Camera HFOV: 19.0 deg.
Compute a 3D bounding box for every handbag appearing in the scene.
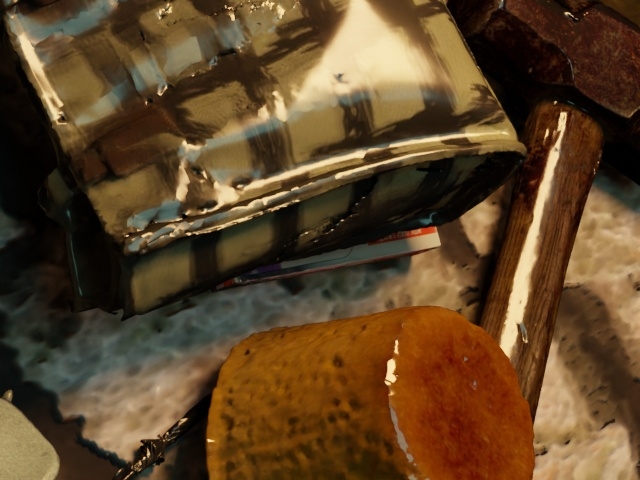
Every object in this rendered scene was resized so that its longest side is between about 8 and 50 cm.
[{"bbox_3d":[-0.067,-0.135,1.296,0.327,0.162,0.325,-19,75,-32],"label":"handbag"}]

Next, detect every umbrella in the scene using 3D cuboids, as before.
[{"bbox_3d":[-0.096,0.129,1.289,0.022,0.022,0.149,32,40,20],"label":"umbrella"}]

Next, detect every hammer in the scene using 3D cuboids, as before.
[{"bbox_3d":[0.165,-0.003,1.492,0.242,0.095,0.408,30,65,-25],"label":"hammer"}]

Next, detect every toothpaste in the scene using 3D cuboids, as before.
[{"bbox_3d":[0.000,0.000,1.386,0.196,0.040,0.047,-9,83,-38],"label":"toothpaste"}]

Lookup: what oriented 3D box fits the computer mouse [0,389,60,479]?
[{"bbox_3d":[-0.230,0.176,1.114,0.113,0.068,0.229,17,63,7],"label":"computer mouse"}]

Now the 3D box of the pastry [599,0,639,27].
[{"bbox_3d":[0.295,-0.272,1.657,0.192,0.093,0.182,37,60,-23],"label":"pastry"}]

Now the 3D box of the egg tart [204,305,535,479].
[{"bbox_3d":[0.036,0.143,1.281,0.215,0.171,0.215,24,55,-39],"label":"egg tart"}]
